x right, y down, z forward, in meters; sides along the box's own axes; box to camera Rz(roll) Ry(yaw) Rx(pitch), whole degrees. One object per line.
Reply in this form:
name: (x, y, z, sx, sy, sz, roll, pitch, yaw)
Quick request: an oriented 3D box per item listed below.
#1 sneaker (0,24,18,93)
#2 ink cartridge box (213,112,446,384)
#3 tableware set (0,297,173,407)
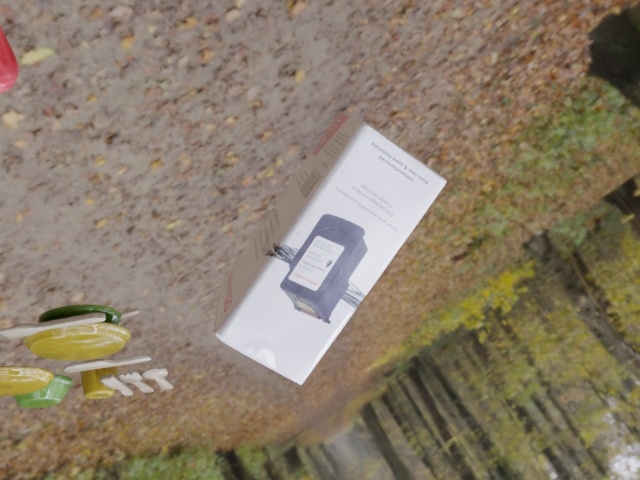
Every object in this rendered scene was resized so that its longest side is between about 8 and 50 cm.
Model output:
sneaker: (-0.315, -0.230, 0.669, 0.128, 0.087, 0.221, -10, 133, 27)
ink cartridge box: (0.000, 0.000, 0.771, 0.237, 0.100, 0.172, -55, -169, 7)
tableware set: (-0.138, 0.057, 0.394, 0.104, 0.024, 0.154, -9, 158, 0)
